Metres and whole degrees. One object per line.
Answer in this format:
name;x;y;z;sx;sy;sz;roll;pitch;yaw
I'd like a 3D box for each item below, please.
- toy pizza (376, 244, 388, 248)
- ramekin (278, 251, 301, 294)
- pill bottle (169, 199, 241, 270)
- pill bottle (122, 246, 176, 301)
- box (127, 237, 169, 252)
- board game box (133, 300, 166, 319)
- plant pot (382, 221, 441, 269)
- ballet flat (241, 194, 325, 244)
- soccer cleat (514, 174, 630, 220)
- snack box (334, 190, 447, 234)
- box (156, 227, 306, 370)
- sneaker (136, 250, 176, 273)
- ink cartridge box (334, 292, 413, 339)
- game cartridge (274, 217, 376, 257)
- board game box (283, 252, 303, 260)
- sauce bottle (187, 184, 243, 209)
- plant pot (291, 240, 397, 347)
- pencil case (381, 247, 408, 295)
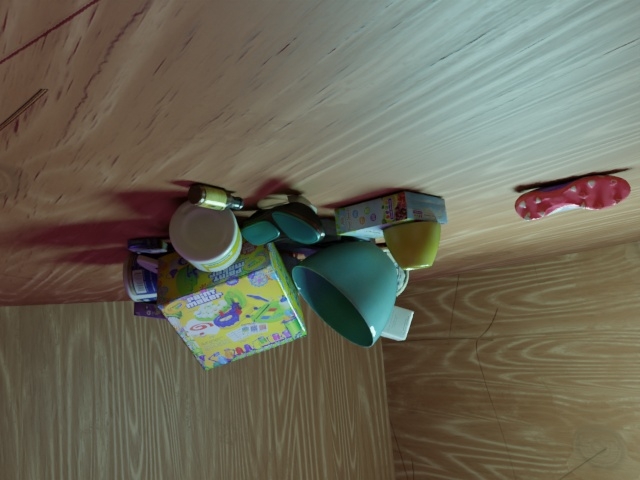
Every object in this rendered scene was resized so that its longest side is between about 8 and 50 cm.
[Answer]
toy pizza;0.222;0.036;2.210;0.201;0.032;0.201;-6;172;-1
ramekin;-0.150;0.126;1.811;0.109;0.207;0.207;29;154;-27
pill bottle;-0.242;-0.004;1.338;0.136;0.136;0.245;-4;171;-5
pill bottle;-0.428;0.094;1.810;0.265;0.153;0.153;-6;171;7
box;-0.475;0.016;1.691;0.081;0.028;0.136;-5;169;1
board game box;-0.365;0.215;1.890;0.347;0.056;0.208;5;179;13
plant pot;0.215;0.016;1.409;0.134;0.095;0.134;-7;171;-1
ballet flat;-0.072;-0.049;1.311;0.280;0.096;0.095;-1;134;51
soccer cleat;0.573;-0.105;1.414;0.248;0.083;0.095;-14;-162;23
snack box;0.167;-0.056;1.459;0.207;0.070;0.174;-12;170;42
box;-0.223;0.145;1.572;0.290;0.177;0.279;-19;132;3
sneaker;-0.378;0.040;1.675;0.217;0.121;0.079;18;158;-13
ink cartridge box;0.152;0.227;1.840;0.218;0.092;0.158;18;170;4
game cartridge;0.000;0.000;1.772;0.230;0.068;0.355;-5;172;26
board game box;-0.134;0.062;2.122;0.133;0.033;0.169;-8;180;11
sauce bottle;-0.198;-0.079;1.186;0.042;0.042;0.128;-11;168;34
plant pot;0.093;0.114;1.653;0.195;0.290;0.290;-44;-174;-21
pencil case;0.125;0.103;1.984;0.160;0.183;0.410;21;169;-21
